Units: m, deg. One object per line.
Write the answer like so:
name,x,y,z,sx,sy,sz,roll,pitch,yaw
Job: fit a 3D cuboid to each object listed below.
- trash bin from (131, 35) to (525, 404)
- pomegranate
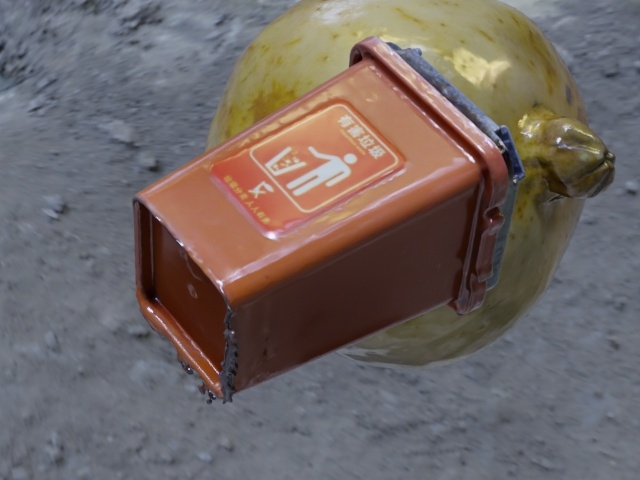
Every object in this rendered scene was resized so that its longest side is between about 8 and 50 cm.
trash bin,0.000,0.000,1.075,0.238,0.184,0.161,-28,56,-24
pomegranate,0.095,-0.067,1.509,0.410,0.410,0.410,-1,93,-14
